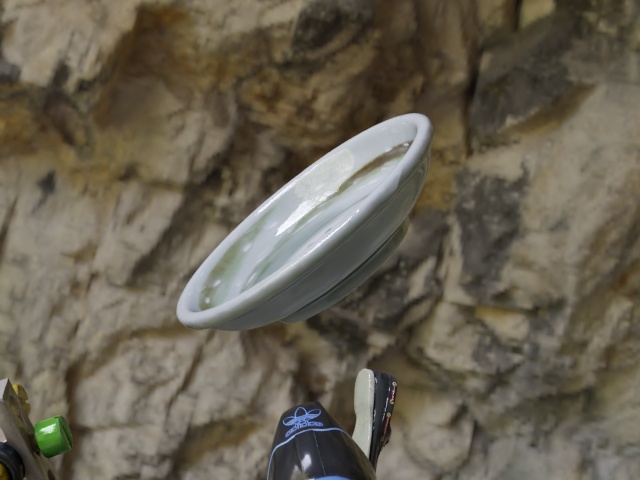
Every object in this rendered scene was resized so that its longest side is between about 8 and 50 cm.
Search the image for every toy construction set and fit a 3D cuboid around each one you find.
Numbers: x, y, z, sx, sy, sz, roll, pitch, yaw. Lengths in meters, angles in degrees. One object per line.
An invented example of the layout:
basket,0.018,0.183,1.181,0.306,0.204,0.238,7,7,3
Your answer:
toy construction set,-0.351,0.157,1.214,0.237,0.309,0.257,-22,-6,11

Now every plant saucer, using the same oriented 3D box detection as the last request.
plant saucer,0.000,0.000,1.608,0.100,0.400,0.400,51,-29,-13

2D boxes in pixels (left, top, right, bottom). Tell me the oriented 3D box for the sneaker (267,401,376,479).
sneaker,0.018,0.203,0.827,0.081,0.090,0.232,-13,-50,-1

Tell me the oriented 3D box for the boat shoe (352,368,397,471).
boat shoe,0.056,0.203,1.342,0.042,0.133,0.049,14,-16,-23
